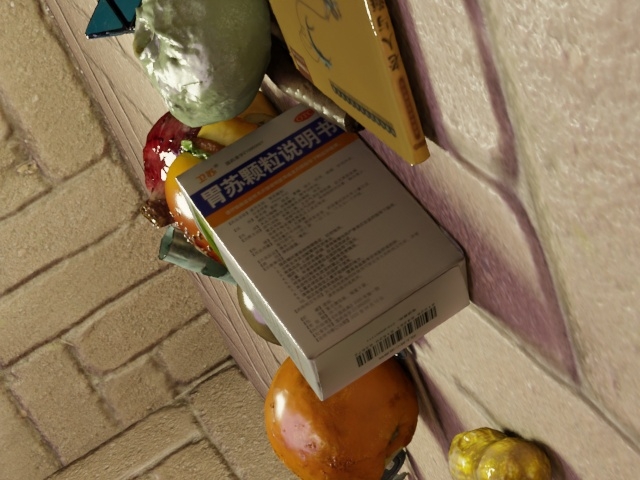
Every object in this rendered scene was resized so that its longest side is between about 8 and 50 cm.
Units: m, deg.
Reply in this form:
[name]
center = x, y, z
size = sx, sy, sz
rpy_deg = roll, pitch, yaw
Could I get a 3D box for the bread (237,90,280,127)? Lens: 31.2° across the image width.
[bread]
center = -0.082, -0.167, 1.570
size = 0.103, 0.049, 0.062
rpy_deg = 52, -162, 21

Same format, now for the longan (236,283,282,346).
[longan]
center = -0.044, 0.066, 1.718
size = 0.189, 0.189, 0.189
rpy_deg = 55, 168, 18

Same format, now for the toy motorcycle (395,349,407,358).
[toy motorcycle]
center = 0.056, 0.097, 1.582
size = 0.150, 0.102, 0.221
rpy_deg = 33, 163, 17

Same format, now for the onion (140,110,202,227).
[onion]
center = -0.185, -0.095, 1.786
size = 0.252, 0.219, 0.252
rpy_deg = 45, 161, 21

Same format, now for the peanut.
[peanut]
center = 0.211, 0.272, 1.372
size = 0.087, 0.087, 0.207
rpy_deg = 60, 167, -5

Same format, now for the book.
[book]
center = -0.014, -0.274, 1.057
size = 0.269, 0.032, 0.388
rpy_deg = 46, 163, 50

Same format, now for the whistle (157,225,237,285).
[whistle]
center = -0.114, 0.052, 1.880
size = 0.312, 0.062, 0.062
rpy_deg = 20, -175, -24

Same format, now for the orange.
[orange]
center = 0.032, 0.258, 1.737
size = 0.240, 0.240, 0.240
rpy_deg = 55, 168, 18

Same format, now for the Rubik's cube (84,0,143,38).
[Rubik's cube]
center = -0.235, -0.306, 1.569
size = 0.211, 0.178, 0.190
rpy_deg = 56, 171, 20

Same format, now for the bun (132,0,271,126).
[bun]
center = -0.149, -0.240, 1.359
size = 0.212, 0.127, 0.203
rpy_deg = -26, 71, 57

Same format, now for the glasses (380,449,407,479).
[glasses]
center = 0.059, 0.377, 2.228
size = 0.268, 0.118, 0.234
rpy_deg = 53, 169, 28

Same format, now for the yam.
[yam]
center = -0.034, -0.192, 1.330
size = 0.045, 0.045, 0.327
rpy_deg = 30, -174, -37

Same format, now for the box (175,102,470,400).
[box]
center = 0.000, 0.000, 1.277
size = 0.299, 0.200, 0.106
rpy_deg = 51, 168, 34

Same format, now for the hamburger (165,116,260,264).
[hamburger]
center = -0.102, -0.045, 1.551
size = 0.246, 0.170, 0.246
rpy_deg = 37, 168, 9
